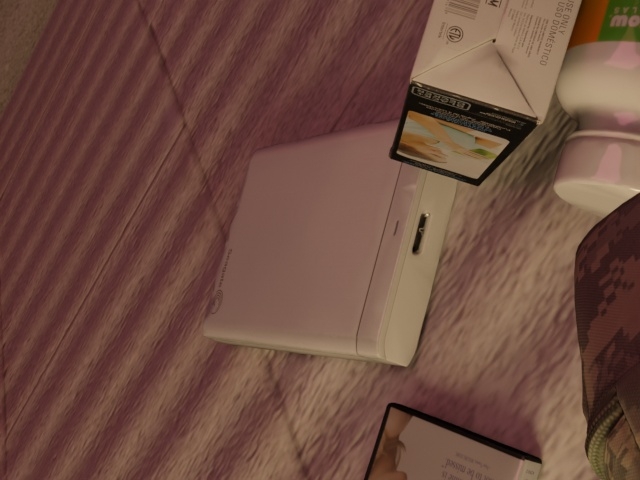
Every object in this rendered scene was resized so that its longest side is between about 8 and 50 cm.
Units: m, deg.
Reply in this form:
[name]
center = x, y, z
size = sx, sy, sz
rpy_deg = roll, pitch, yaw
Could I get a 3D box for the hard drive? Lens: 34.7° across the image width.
[hard drive]
center = 0.000, 0.000, 1.046
size = 0.353, 0.047, 0.233
rpy_deg = -4, 68, 59

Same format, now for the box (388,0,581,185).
[box]
center = 0.121, -0.148, 0.758
size = 0.290, 0.087, 0.169
rpy_deg = 83, -156, -85

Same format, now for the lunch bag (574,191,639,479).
[lunch bag]
center = 0.236, -0.004, 0.332
size = 0.305, 0.213, 0.256
rpy_deg = -50, 28, 30

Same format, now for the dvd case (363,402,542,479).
[dvd case]
center = 0.069, 0.264, 0.787
size = 0.180, 0.022, 0.253
rpy_deg = 9, 80, 60

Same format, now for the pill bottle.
[pill bottle]
center = 0.231, -0.136, 0.656
size = 0.136, 0.136, 0.245
rpy_deg = 6, 77, 60
